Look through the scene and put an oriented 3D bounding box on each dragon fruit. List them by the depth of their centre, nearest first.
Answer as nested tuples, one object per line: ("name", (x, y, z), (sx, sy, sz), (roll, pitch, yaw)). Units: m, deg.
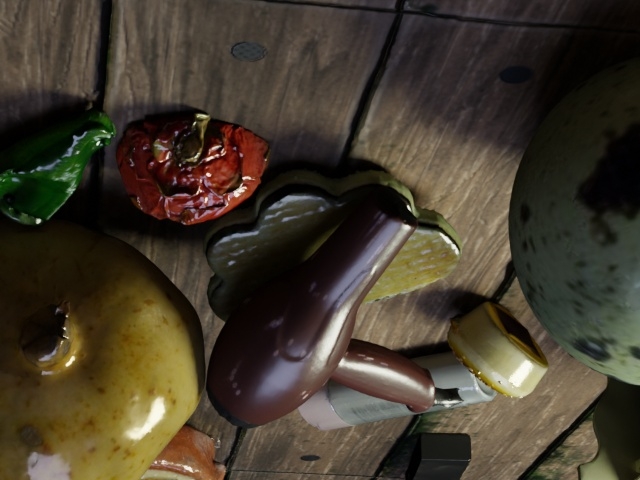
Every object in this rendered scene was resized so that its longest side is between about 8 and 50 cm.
("dragon fruit", (-0.137, -0.068, 1.443), (0.162, 0.083, 0.106), (-5, 151, 14))

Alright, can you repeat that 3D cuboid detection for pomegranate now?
("pomegranate", (-0.293, 0.127, 1.563), (0.342, 0.343, 0.342), (0, 154, 0))

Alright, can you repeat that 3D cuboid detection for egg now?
("egg", (0.311, -0.009, 1.328), (0.287, 0.288, 0.379), (-1, 149, 2))

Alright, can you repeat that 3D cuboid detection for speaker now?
("speaker", (0.187, 0.365, 2.367), (0.082, 0.044, 0.218), (1, 154, -3))

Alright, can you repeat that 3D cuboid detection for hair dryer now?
("hair dryer", (0.071, 0.104, 1.597), (0.340, 0.123, 0.312), (22, 122, -39))

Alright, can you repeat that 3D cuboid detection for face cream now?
("face cream", (0.101, 0.204, 2.006), (0.269, 0.073, 0.107), (-15, 146, 27))

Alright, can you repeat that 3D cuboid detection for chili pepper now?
("chili pepper", (-0.277, -0.072, 1.456), (0.216, 0.062, 0.108), (-23, 152, 38))

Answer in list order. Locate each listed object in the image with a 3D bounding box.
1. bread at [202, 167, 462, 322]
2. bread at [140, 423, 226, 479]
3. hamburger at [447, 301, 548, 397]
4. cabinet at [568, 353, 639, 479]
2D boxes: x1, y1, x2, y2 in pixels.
("bread", (0.000, 0.000, 1.566), (0.286, 0.056, 0.207), (-14, 135, 9))
("bread", (-0.262, 0.343, 2.210), (0.244, 0.123, 0.190), (2, 133, -15))
("hamburger", (0.214, 0.135, 1.814), (0.081, 0.141, 0.126), (-44, 141, 16))
("cabinet", (0.501, 0.182, 1.802), (0.317, 0.228, 0.290), (6, 154, -8))
